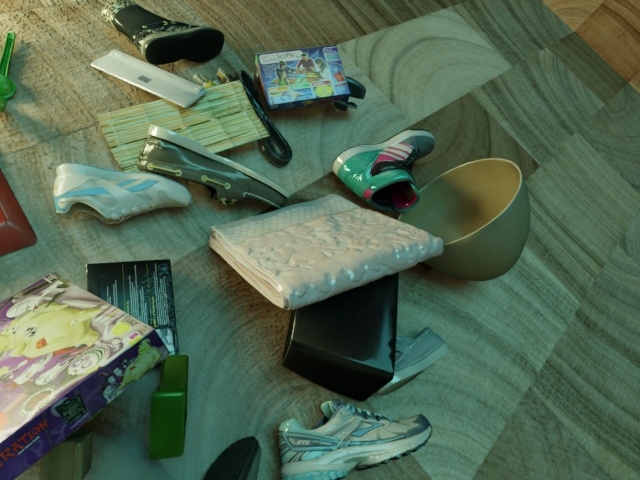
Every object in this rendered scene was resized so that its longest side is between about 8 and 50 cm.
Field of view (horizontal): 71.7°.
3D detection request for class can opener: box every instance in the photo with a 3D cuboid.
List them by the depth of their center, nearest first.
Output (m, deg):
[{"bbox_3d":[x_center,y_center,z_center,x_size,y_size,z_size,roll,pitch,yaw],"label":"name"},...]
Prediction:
[{"bbox_3d":[-0.027,-0.392,1.123,0.280,0.093,0.074,11,22,-14],"label":"can opener"}]

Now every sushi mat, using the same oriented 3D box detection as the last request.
[{"bbox_3d":[-0.278,-0.237,0.926,0.317,0.019,0.151,-24,85,-23],"label":"sushi mat"}]

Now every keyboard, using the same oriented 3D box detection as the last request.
[{"bbox_3d":[-0.370,-0.349,0.949,0.256,0.014,0.072,26,59,13],"label":"keyboard"}]

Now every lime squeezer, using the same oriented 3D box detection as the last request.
[{"bbox_3d":[-0.607,-0.297,0.809,0.059,0.110,0.310,-11,35,-11],"label":"lime squeezer"}]

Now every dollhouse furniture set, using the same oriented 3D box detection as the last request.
[{"bbox_3d":[-0.289,0.329,0.608,0.198,0.151,0.301,2,91,-16],"label":"dollhouse furniture set"}]

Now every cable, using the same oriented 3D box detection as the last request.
[{"bbox_3d":[-0.163,-0.294,1.045,0.287,0.072,0.139,52,37,-5],"label":"cable"}]

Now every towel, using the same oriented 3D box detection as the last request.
[{"bbox_3d":[0.000,0.000,0.818,0.332,0.053,0.317,-17,29,-31],"label":"towel"}]

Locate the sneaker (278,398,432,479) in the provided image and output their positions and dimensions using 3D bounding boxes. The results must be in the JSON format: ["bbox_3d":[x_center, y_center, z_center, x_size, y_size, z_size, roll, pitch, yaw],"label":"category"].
[{"bbox_3d":[0.062,0.321,0.747,0.283,0.110,0.122,-5,61,-26],"label":"sneaker"}]

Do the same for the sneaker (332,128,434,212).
[{"bbox_3d":[0.194,-0.162,1.060,0.296,0.123,0.178,-22,64,-24],"label":"sneaker"}]

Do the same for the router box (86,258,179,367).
[{"bbox_3d":[-0.310,0.121,0.730,0.133,0.046,0.178,-2,64,-25],"label":"router box"}]

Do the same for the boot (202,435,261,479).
[{"bbox_3d":[-0.108,0.427,0.628,0.161,0.083,0.246,54,25,-21],"label":"boot"}]

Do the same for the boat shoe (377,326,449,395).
[{"bbox_3d":[0.164,0.224,0.854,0.227,0.079,0.081,-11,57,-48],"label":"boat shoe"}]

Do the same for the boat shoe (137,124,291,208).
[{"bbox_3d":[-0.204,-0.124,0.886,0.305,0.109,0.091,23,90,-27],"label":"boat shoe"}]

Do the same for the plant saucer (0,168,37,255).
[{"bbox_3d":[-0.635,-0.061,0.689,0.258,0.047,0.259,-27,76,-33],"label":"plant saucer"}]

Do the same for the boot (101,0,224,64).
[{"bbox_3d":[-0.360,-0.494,1.035,0.179,0.085,0.236,40,42,14],"label":"boot"}]

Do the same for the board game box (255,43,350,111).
[{"bbox_3d":[-0.042,-0.389,1.055,0.201,0.035,0.136,-12,80,-14],"label":"board game box"}]

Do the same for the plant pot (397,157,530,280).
[{"bbox_3d":[0.341,-0.019,0.992,0.191,0.284,0.284,51,50,-24],"label":"plant pot"}]

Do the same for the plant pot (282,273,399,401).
[{"bbox_3d":[0.028,0.159,0.786,0.167,0.188,0.187,12,58,-6],"label":"plant pot"}]

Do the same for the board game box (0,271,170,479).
[{"bbox_3d":[-0.363,0.142,0.547,0.208,0.347,0.056,-44,127,-34],"label":"board game box"}]

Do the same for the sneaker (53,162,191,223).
[{"bbox_3d":[-0.354,-0.075,0.808,0.229,0.087,0.092,4,77,-21],"label":"sneaker"}]
